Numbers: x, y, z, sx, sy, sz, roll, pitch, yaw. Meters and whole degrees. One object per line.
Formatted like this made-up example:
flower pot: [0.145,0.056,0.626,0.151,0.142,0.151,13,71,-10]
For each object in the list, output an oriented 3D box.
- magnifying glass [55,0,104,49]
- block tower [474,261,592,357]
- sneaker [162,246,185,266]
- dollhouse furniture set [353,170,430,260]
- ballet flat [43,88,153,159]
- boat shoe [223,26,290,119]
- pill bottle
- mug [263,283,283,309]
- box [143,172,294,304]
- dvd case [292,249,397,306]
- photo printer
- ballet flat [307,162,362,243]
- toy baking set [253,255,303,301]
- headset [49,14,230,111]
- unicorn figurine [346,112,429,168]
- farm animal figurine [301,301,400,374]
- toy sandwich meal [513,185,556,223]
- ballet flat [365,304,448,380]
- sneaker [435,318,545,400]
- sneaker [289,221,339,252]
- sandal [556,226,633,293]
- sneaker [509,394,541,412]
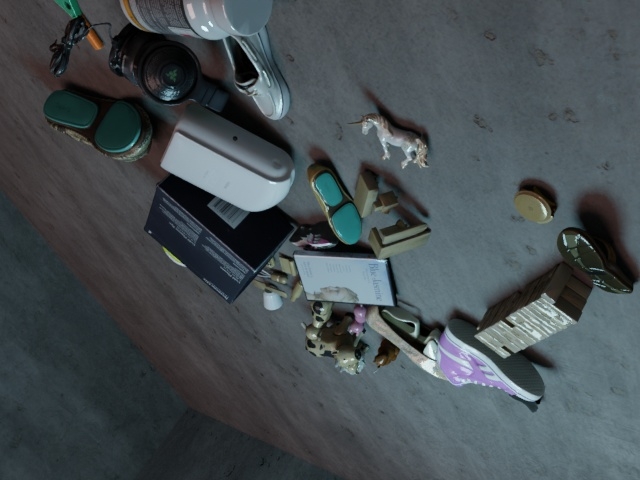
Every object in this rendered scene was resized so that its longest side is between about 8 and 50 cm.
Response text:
magnifying glass: [-0.605,-0.564,1.894,0.092,0.026,0.231,6,141,45]
block tower: [0.454,0.162,1.699,0.097,0.091,0.335,36,153,2]
sneaker: [-0.372,0.038,2.490,0.300,0.111,0.121,28,142,5]
dollhouse furniture set: [0.164,-0.069,1.752,0.144,0.123,0.151,101,148,-60]
ballet flat: [-0.573,-0.306,2.154,0.483,0.164,0.182,22,171,38]
boat shoe: [-0.137,-0.343,1.614,0.096,0.088,0.267,23,149,26]
pill bottle: [-0.234,-0.461,1.464,0.278,0.162,0.162,17,147,35]
mug: [-0.162,0.175,2.482,0.078,0.062,0.064,15,138,25]
box: [-0.290,-0.034,2.161,0.343,0.179,0.312,41,151,-1]
dvd case: [0.066,0.100,2.030,0.253,0.022,0.180,2,134,19]
photo printer: [-0.218,-0.183,1.882,0.307,0.107,0.256,27,158,-12]
ballet flat: [0.034,-0.092,1.843,0.073,0.080,0.232,48,168,53]
toy baking set: [-0.129,0.101,2.363,0.197,0.030,0.256,38,147,12]
headset: [-0.370,-0.353,1.646,0.243,0.185,0.394,35,-172,38]
unicorn figurine: [0.141,-0.201,1.552,0.162,0.060,0.111,10,145,14]
farm animal figurine: [0.051,0.284,2.271,0.330,0.172,0.327,44,152,-13]
toy sandwich meal: [0.405,-0.068,1.471,0.085,0.029,0.085,32,152,20]
ballet flat: [0.258,0.259,2.073,0.316,0.107,0.106,32,139,9]
sneaker: [0.415,0.330,1.952,0.282,0.102,0.161,37,131,23]
sneaker: [0.000,0.000,2.026,0.077,0.072,0.178,39,163,-28]
sandal: [0.520,0.030,1.461,0.219,0.060,0.090,35,163,-28]
sneaker: [0.502,0.375,2.014,0.170,0.051,0.089,32,148,4]
